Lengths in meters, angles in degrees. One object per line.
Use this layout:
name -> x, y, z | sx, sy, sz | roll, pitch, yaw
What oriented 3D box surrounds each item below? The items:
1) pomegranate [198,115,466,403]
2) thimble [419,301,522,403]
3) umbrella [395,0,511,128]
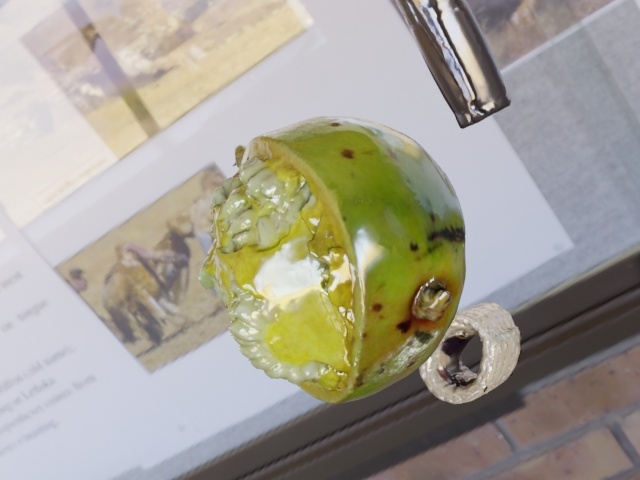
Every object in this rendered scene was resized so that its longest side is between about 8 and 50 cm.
pomegranate -> 0.000, 0.000, 0.816 | 0.260, 0.260, 0.341 | -38, 40, -4
thimble -> 0.183, 0.136, 1.042 | 0.090, 0.102, 0.115 | -8, -34, -54
umbrella -> 0.013, -0.216, 0.444 | 0.118, 0.340, 0.118 | -29, 9, 5
